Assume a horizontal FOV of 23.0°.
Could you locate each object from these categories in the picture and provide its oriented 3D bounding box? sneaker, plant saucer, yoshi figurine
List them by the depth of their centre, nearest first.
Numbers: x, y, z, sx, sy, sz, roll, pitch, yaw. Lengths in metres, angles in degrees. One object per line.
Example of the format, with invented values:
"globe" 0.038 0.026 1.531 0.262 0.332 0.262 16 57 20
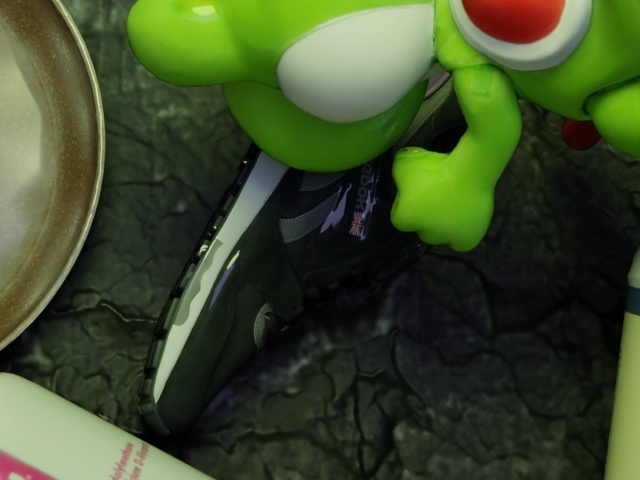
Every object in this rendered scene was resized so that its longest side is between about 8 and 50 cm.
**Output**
"yoshi figurine" 0.091 -0.101 0.788 0.362 0.203 0.203 4 35 11
"sneaker" 0.000 0.000 0.912 0.124 0.107 0.283 29 78 -5
"plant saucer" -0.281 -0.053 0.922 0.310 0.050 0.311 1 80 -5

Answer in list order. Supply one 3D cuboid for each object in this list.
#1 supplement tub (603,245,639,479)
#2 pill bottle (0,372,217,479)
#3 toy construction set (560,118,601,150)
"supplement tub" 0.262 0.164 0.820 0.235 0.235 0.325 7 91 -4
"pill bottle" -0.143 0.168 0.820 0.283 0.160 0.160 29 78 -7
"toy construction set" 0.220 -0.226 0.886 0.257 0.237 0.309 14 70 -6
